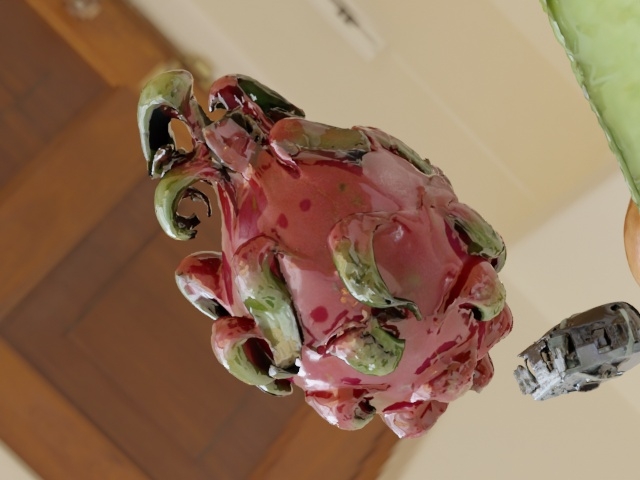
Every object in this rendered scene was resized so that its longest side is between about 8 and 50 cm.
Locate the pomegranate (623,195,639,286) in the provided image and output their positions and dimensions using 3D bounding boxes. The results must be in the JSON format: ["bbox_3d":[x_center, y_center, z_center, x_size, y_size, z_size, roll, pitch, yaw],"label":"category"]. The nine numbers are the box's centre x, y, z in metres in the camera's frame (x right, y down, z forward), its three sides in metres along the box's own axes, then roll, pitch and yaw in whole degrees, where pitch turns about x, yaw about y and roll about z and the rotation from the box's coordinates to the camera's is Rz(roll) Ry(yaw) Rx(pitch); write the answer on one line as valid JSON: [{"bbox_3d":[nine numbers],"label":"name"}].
[{"bbox_3d":[0.374,-0.005,1.540,0.191,0.191,0.191,-44,-173,7],"label":"pomegranate"}]

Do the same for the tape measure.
[{"bbox_3d":[0.204,0.082,1.280,0.094,0.054,0.091,-14,160,-23],"label":"tape measure"}]

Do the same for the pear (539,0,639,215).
[{"bbox_3d":[0.131,-0.151,0.656,0.139,0.288,0.239,-25,179,9],"label":"pear"}]

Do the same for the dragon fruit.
[{"bbox_3d":[0.003,0.007,1.136,0.218,0.273,0.198,-38,158,-17],"label":"dragon fruit"}]
